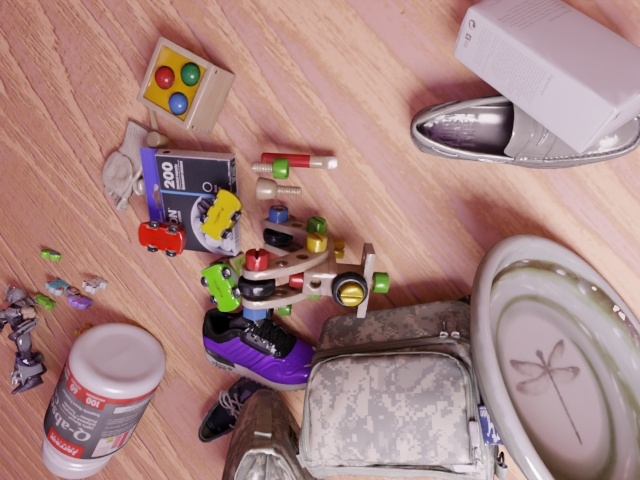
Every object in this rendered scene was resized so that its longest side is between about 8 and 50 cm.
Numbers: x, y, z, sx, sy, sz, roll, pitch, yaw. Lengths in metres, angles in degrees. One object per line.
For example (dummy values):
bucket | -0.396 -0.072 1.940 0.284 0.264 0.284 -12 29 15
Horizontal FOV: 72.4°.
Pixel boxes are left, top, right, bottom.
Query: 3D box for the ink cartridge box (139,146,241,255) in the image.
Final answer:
ink cartridge box | -0.269 -0.077 0.884 0.208 0.045 0.206 6 116 10

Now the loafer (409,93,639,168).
loafer | 0.292 -0.158 0.638 0.319 0.111 0.112 3 103 21

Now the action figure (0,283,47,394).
action figure | -0.812 0.255 1.183 0.185 0.099 0.285 5 103 47

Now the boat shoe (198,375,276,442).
boat shoe | -0.191 0.372 0.985 0.254 0.079 0.095 -41 86 25

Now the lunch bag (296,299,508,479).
lunch bag | 0.130 0.258 0.705 0.305 0.256 0.212 -10 122 23

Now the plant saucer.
plant saucer | 0.325 0.187 0.585 0.400 0.400 0.100 50 137 3

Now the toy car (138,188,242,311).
toy car | -0.217 0.032 0.858 0.239 0.053 0.225 -20 101 20

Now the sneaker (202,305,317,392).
sneaker | -0.121 0.204 0.886 0.293 0.102 0.146 7 119 19

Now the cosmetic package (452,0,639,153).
cosmetic package | 0.302 -0.232 0.570 0.117 0.085 0.231 -31 66 -15

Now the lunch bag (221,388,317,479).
lunch bag | -0.092 0.428 0.749 0.169 0.235 0.287 4 93 -6

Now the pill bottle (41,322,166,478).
pill bottle | -0.533 0.393 1.054 0.210 0.210 0.363 36 113 10

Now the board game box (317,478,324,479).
board game box | -0.092 0.663 1.012 0.224 0.097 0.303 43 115 8

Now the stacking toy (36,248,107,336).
stacking toy | -0.653 0.139 1.124 0.221 0.052 0.167 27 112 14

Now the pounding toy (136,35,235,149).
pounding toy | -0.297 -0.271 0.841 0.181 0.094 0.206 32 105 11

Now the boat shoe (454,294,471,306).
boat shoe | 0.213 0.130 0.786 0.142 0.049 0.040 -17 62 29

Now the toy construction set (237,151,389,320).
toy construction set | 0.000 0.000 0.767 0.237 0.257 0.308 3 89 3

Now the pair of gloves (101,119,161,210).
pair of gloves | -0.379 -0.117 0.955 0.240 0.042 0.204 42 114 8

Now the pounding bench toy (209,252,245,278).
pounding bench toy | -0.189 0.077 0.923 0.065 0.052 0.083 -12 99 24
